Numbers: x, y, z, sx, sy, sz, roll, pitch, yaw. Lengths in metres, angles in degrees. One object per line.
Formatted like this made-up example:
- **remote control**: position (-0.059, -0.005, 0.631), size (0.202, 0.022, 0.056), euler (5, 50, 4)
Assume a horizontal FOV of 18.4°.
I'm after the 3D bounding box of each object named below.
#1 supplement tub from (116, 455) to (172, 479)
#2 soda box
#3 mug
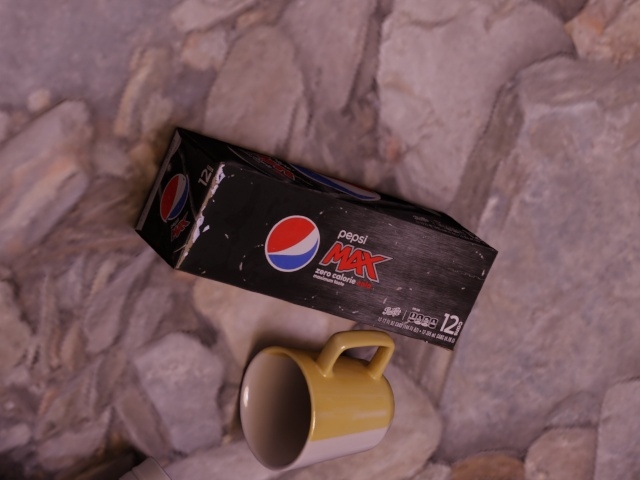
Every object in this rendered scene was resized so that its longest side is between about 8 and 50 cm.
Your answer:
- **supplement tub**: position (-0.103, 0.165, 0.967), size (0.107, 0.071, 0.071), euler (-38, 124, -8)
- **soda box**: position (0.000, 0.000, 0.958), size (0.169, 0.053, 0.060), euler (17, 102, -33)
- **mug**: position (0.007, 0.082, 0.990), size (0.064, 0.078, 0.062), euler (2, 75, -37)
